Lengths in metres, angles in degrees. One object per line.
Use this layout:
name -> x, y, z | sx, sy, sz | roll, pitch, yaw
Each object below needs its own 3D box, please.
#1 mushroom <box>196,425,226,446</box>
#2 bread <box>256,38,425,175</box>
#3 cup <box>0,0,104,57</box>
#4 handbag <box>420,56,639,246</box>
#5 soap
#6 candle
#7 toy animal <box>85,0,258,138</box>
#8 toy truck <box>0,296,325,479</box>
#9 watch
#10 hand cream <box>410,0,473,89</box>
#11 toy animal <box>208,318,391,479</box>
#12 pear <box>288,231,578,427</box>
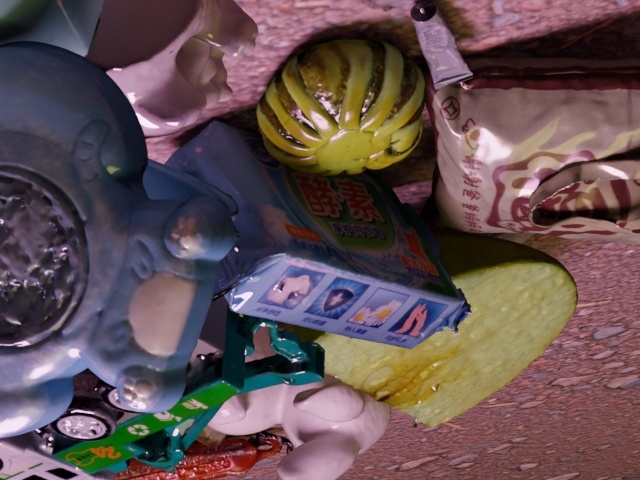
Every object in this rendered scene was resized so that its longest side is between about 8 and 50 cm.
mushroom -> -0.024, 0.153, 1.637 | 0.312, 0.081, 0.100 | -20, 161, 5
bread -> 0.020, -0.093, 1.064 | 0.130, 0.071, 0.139 | 1, 155, -19
cup -> -0.192, -0.166, 0.693 | 0.134, 0.148, 0.236 | -13, 167, 8
handbag -> 0.192, -0.066, 1.144 | 0.235, 0.127, 0.213 | 5, 145, 9
soap -> 0.000, 0.000, 1.157 | 0.077, 0.156, 0.293 | -46, 145, 23
candle -> -0.180, 0.294, 1.911 | 0.301, 0.059, 0.084 | -7, 167, -17
toy animal -> -0.110, -0.097, 0.914 | 0.131, 0.104, 0.221 | 17, 158, 2
toy truck -> -0.186, 0.127, 1.283 | 0.363, 0.176, 0.178 | -24, 136, 32
watch -> -0.131, 0.003, 0.790 | 0.211, 0.211, 0.193 | -18, -176, 11
hand cream -> 0.085, -0.142, 1.031 | 0.030, 0.019, 0.093 | -18, 148, 10
toy animal -> -0.033, 0.162, 1.480 | 0.193, 0.127, 0.178 | 22, -163, 24
pear -> 0.120, 0.050, 1.383 | 0.239, 0.139, 0.288 | -26, 148, 22
